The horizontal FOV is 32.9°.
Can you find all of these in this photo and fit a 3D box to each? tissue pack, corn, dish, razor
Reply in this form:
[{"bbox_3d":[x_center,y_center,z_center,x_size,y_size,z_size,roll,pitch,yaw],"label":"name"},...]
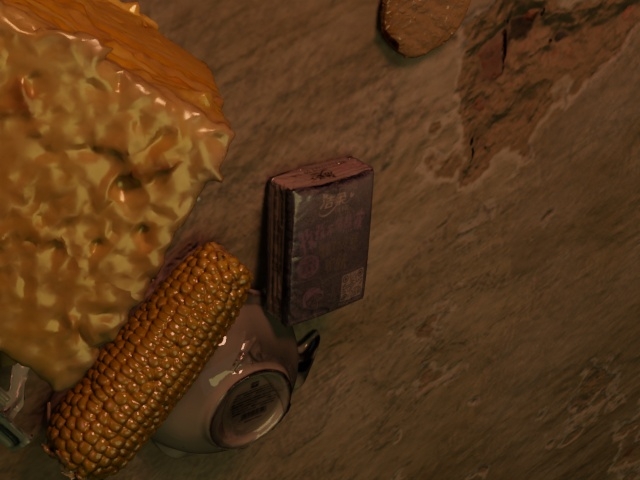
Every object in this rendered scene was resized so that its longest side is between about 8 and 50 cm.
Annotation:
[{"bbox_3d":[0.000,0.000,1.109,0.112,0.051,0.156,-17,124,-36],"label":"tissue pack"},{"bbox_3d":[-0.163,0.117,1.036,0.091,0.091,0.260,37,90,-30],"label":"corn"},{"bbox_3d":[-0.082,0.158,1.153,0.246,0.078,0.224,-3,122,-42],"label":"dish"},{"bbox_3d":[-0.214,0.050,0.969,0.278,0.056,0.111,-46,106,-12],"label":"razor"}]

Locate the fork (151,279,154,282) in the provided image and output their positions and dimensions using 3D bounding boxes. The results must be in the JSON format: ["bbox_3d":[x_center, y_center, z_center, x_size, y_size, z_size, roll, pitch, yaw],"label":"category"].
[{"bbox_3d":[-0.113,0.006,0.720,0.012,0.115,0.016,27,104,-14],"label":"fork"}]

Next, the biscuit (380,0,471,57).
[{"bbox_3d":[0.105,-0.234,1.054,0.120,0.015,0.120,-24,135,-27],"label":"biscuit"}]

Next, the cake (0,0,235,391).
[{"bbox_3d":[-0.211,-0.072,0.719,0.222,0.286,0.227,28,105,-20],"label":"cake"}]
